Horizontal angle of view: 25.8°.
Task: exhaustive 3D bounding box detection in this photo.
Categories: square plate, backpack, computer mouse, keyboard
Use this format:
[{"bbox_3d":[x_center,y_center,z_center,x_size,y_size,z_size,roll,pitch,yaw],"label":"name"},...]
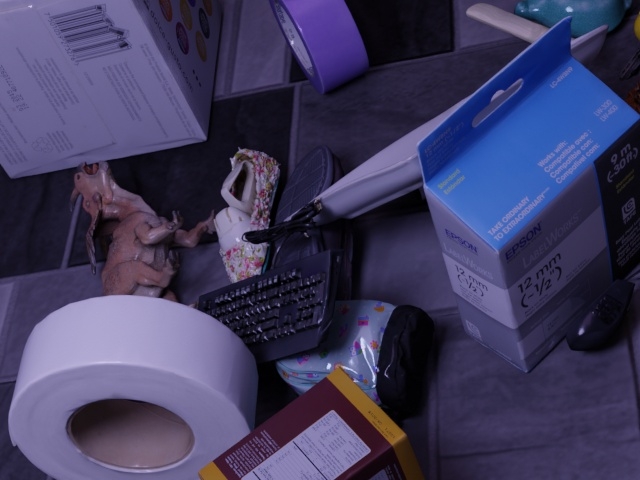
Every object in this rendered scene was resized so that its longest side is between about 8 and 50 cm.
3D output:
[{"bbox_3d":[0.156,-0.127,1.735,0.344,0.049,0.347,-35,5,-27],"label":"square plate"},{"bbox_3d":[0.035,0.136,1.701,0.182,0.115,0.152,0,52,26],"label":"backpack"},{"bbox_3d":[0.382,0.056,1.680,0.041,0.071,0.242,41,66,20],"label":"computer mouse"},{"bbox_3d":[-0.070,0.056,1.725,0.317,0.033,0.202,-20,54,53],"label":"keyboard"}]

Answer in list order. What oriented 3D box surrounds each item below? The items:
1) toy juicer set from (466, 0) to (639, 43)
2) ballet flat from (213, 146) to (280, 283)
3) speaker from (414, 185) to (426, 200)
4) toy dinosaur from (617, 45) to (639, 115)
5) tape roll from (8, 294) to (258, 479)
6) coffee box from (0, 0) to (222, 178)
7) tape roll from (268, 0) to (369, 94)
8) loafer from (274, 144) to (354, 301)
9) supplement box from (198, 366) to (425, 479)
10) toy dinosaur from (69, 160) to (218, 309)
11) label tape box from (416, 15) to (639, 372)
[{"bbox_3d":[0.398,-0.325,2.017,0.329,0.089,0.209,-31,57,-19],"label":"toy juicer set"},{"bbox_3d":[-0.110,-0.036,1.941,0.091,0.077,0.241,-35,33,32],"label":"ballet flat"},{"bbox_3d":[0.184,-0.107,1.912,0.136,0.055,0.055,-27,45,-3],"label":"speaker"},{"bbox_3d":[0.509,-0.230,1.771,0.322,0.218,0.164,-38,44,50],"label":"toy dinosaur"},{"bbox_3d":[-0.216,0.190,1.631,0.286,0.286,0.100,-9,47,14],"label":"tape roll"},{"bbox_3d":[-0.376,-0.349,2.162,0.338,0.338,0.334,-11,46,14],"label":"coffee box"},{"bbox_3d":[-0.006,-0.320,2.092,0.080,0.189,0.189,-27,45,-5],"label":"tape roll"},{"bbox_3d":[0.000,0.000,1.879,0.109,0.095,0.303,-36,31,32],"label":"loafer"},{"bbox_3d":[0.004,0.284,1.519,0.194,0.191,0.129,-35,46,-13],"label":"supplement box"},{"bbox_3d":[-0.259,0.035,1.918,0.200,0.127,0.296,-11,57,22],"label":"toy dinosaur"},{"bbox_3d":[0.259,-0.047,1.615,0.249,0.348,0.115,-41,52,-18],"label":"label tape box"}]
